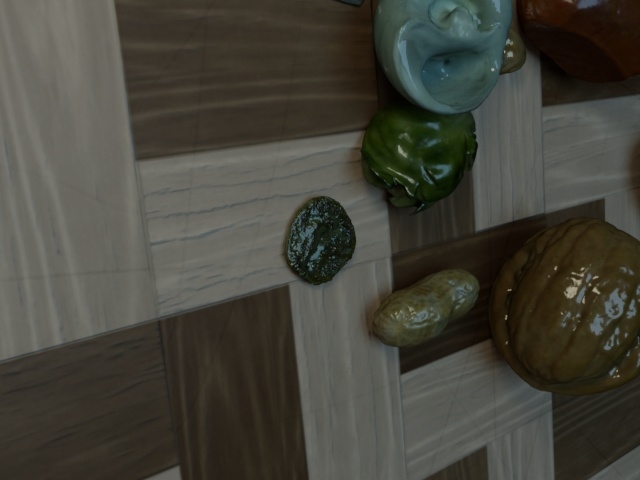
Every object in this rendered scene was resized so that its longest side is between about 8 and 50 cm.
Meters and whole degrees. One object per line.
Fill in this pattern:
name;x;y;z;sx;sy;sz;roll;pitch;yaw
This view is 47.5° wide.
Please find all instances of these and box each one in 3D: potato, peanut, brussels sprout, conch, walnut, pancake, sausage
potato;0.255;-0.264;1.016;0.083;0.062;0.068;-9;117;-58
peanut;0.144;0.087;0.955;0.174;0.080;0.080;-26;110;-32
brussels sprout;0.129;-0.119;0.915;0.181;0.100;0.139;-40;99;-15
conch;0.145;-0.245;0.879;0.185;0.121;0.221;48;63;0
walnut;0.368;0.100;1.044;0.224;0.257;0.257;34;72;-68
pancake;-0.001;0.001;0.873;0.108;0.017;0.108;-4;97;-34
sausage;0.386;-0.327;1.043;0.268;0.153;0.141;19;84;-37

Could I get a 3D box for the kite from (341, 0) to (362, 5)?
kite;0.022;-0.459;0.833;0.204;0.022;0.361;18;85;-38
